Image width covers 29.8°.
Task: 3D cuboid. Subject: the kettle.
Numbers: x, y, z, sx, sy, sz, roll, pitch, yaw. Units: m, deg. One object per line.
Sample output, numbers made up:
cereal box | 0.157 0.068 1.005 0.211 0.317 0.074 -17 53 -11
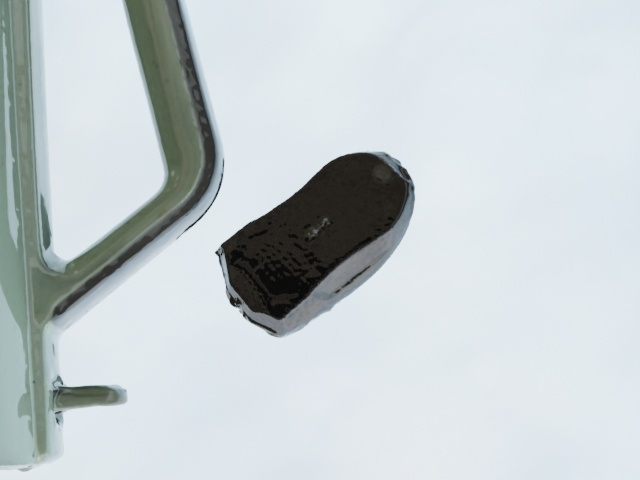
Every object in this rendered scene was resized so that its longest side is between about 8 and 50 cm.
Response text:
kettle | -0.240 -0.047 0.731 0.361 0.250 0.376 -3 -101 -1

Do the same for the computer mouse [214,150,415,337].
computer mouse | 0.000 0.000 1.187 0.217 0.073 0.122 -37 -115 0
